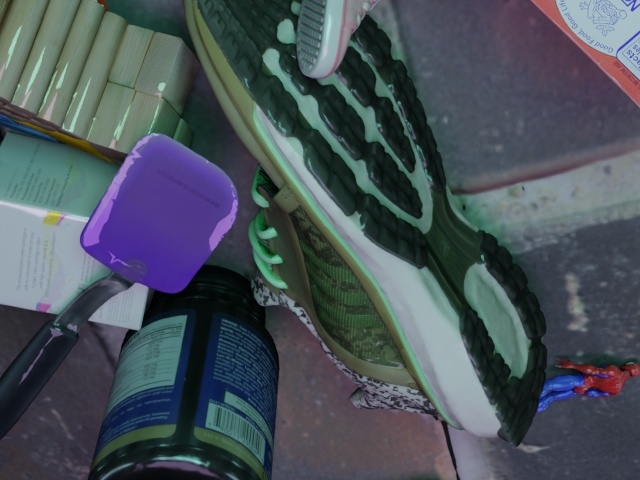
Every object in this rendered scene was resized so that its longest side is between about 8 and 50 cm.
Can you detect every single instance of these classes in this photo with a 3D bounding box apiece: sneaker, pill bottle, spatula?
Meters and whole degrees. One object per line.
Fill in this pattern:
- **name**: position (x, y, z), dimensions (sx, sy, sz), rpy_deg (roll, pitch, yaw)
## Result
- **sneaker**: position (0.027, -0.153, 0.639), dimensions (0.070, 0.134, 0.051), rpy_deg (14, 157, -21)
- **pill bottle**: position (-0.092, 0.119, 0.769), dimensions (0.122, 0.219, 0.123), rpy_deg (1, 125, 1)
- **sneaker**: position (0.000, 0.000, 0.745), dimensions (0.182, 0.158, 0.410), rpy_deg (-16, 120, 33)
- **spatula**: position (-0.163, 0.051, 0.726), dimensions (0.084, 0.030, 0.296), rpy_deg (30, 120, -25)

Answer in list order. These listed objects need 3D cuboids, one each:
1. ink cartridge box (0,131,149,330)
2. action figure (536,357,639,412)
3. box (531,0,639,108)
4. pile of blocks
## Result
- **ink cartridge box**: position (-0.186, -0.010, 0.759), dimensions (0.143, 0.090, 0.092), rpy_deg (13, 124, -8)
- **action figure**: position (0.209, 0.119, 0.880), dimensions (0.115, 0.030, 0.038), rpy_deg (-12, 130, 3)
- **box**: position (0.132, -0.228, 0.568), dimensions (0.300, 0.142, 0.154), rpy_deg (36, 118, -22)
- **pile of blocks**: position (-0.221, -0.150, 0.651), dimensions (0.362, 0.149, 0.113), rpy_deg (26, 79, -42)
